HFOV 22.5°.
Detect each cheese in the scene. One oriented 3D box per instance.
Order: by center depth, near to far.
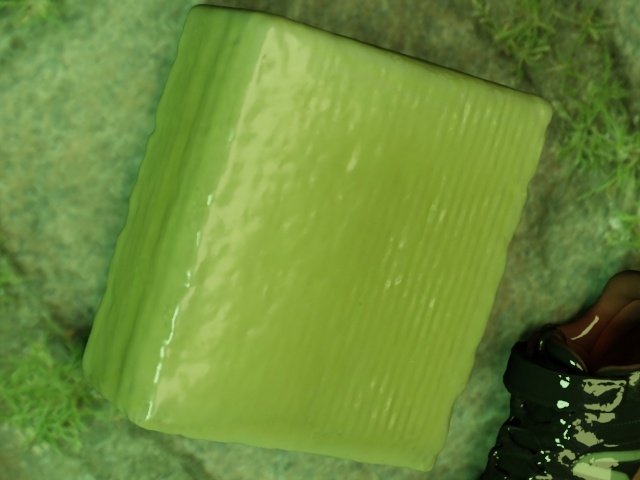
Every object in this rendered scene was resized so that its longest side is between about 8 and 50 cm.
[{"bbox_3d":[0.000,0.000,1.053,0.242,0.124,0.265,12,99,-33],"label":"cheese"}]

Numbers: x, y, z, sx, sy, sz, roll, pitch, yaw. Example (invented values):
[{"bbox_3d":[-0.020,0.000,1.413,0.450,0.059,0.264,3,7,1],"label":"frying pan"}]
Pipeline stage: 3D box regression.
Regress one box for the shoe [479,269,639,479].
[{"bbox_3d":[0.189,0.135,1.194,0.291,0.114,0.137,-47,126,-9],"label":"shoe"}]
